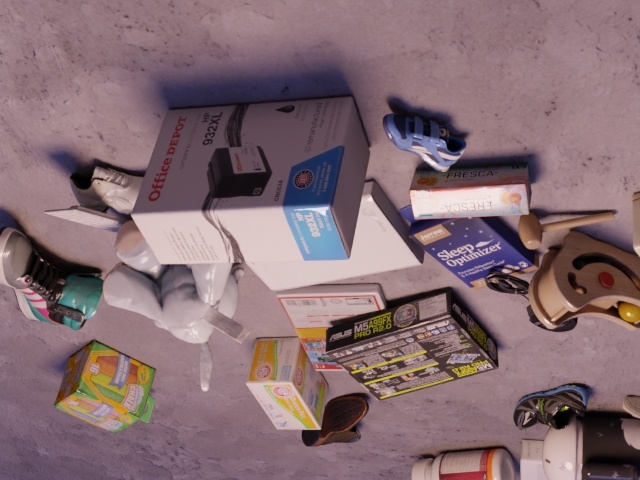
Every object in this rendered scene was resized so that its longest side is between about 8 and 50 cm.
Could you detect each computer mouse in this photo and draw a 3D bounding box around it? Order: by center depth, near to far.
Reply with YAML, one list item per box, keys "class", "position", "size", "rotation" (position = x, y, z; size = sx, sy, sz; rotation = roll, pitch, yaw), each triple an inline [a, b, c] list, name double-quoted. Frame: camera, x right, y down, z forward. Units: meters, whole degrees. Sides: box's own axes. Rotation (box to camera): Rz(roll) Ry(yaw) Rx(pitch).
- class: "computer mouse"
  position: [0.374, 0.101, 1.792]
  size: [0.071, 0.041, 0.242]
  rotation: [-22, 140, 38]

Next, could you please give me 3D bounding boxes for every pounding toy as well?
- class: "pounding toy"
  position: [0.440, 0.057, 1.635]
  size: [0.269, 0.154, 0.155]
  rotation: [20, 143, -13]

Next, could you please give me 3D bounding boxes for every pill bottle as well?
- class: "pill bottle"
  position: [0.333, 0.554, 2.366]
  size: [0.221, 0.121, 0.121]
  rotation: [-12, 138, 28]

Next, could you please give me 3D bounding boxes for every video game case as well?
- class: "video game case"
  position: [0.049, 0.178, 2.014]
  size: [0.204, 0.025, 0.285]
  rotation: [-2, 142, 18]

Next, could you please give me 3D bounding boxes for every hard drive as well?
- class: "hard drive"
  position: [0.000, 0.000, 1.775]
  size: [0.307, 0.040, 0.203]
  rotation: [-11, 139, 29]

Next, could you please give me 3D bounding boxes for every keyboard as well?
- class: "keyboard"
  position: [-0.364, -0.027, 1.764]
  size: [0.072, 0.014, 0.256]
  rotation: [-9, 165, 29]

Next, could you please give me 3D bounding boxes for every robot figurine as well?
- class: "robot figurine"
  position: [0.604, 0.457, 2.116]
  size: [0.278, 0.173, 0.209]
  rotation: [2, 143, 12]

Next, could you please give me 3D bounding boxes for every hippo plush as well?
- class: "hippo plush"
  position: [-0.207, 0.066, 1.787]
  size: [0.294, 0.236, 0.234]
  rotation: [38, 101, 10]

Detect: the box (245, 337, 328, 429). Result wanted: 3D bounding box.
- class: "box"
  position: [-0.068, 0.304, 2.143]
  size: [0.103, 0.114, 0.203]
  rotation: [-4, 140, 19]

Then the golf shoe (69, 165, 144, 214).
- class: "golf shoe"
  position: [-0.351, -0.090, 1.727]
  size: [0.176, 0.069, 0.086]
  rotation: [-8, 134, 23]

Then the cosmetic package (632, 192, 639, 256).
- class: "cosmetic package"
  position: [0.639, -0.028, 1.502]
  size: [0.309, 0.113, 0.160]
  rotation: [-18, 135, 34]

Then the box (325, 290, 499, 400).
- class: "box"
  position: [0.177, 0.209, 1.960]
  size: [0.270, 0.060, 0.216]
  rotation: [-20, 137, 26]

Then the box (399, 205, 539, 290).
- class: "box"
  position: [0.248, 0.000, 1.712]
  size: [0.136, 0.036, 0.225]
  rotation: [-24, 130, 38]

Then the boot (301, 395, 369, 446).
- class: "boot"
  position: [0.061, 0.409, 2.307]
  size: [0.106, 0.082, 0.219]
  rotation: [11, 146, -39]

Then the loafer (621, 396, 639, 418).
- class: "loafer"
  position: [0.671, 0.349, 2.066]
  size: [0.125, 0.045, 0.039]
  rotation: [10, 151, -3]

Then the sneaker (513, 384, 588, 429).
- class: "sneaker"
  position: [0.471, 0.356, 2.096]
  size: [0.067, 0.078, 0.188]
  rotation: [32, 140, -26]

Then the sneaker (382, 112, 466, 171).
- class: "sneaker"
  position: [0.155, -0.156, 1.511]
  size: [0.144, 0.053, 0.059]
  rotation: [23, 144, -30]

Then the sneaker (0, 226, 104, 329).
- class: "sneaker"
  position: [-0.509, 0.083, 1.948]
  size: [0.178, 0.124, 0.295]
  rotation: [10, 152, 10]

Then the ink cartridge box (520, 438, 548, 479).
- class: "ink cartridge box"
  position: [0.585, 0.554, 2.352]
  size: [0.239, 0.060, 0.275]
  rotation: [1, 142, 12]

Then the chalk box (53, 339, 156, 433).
- class: "chalk box"
  position: [-0.464, 0.342, 2.287]
  size: [0.213, 0.132, 0.132]
  rotation: [29, 141, -25]

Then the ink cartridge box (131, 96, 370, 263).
- class: "ink cartridge box"
  position: [-0.099, -0.089, 1.523]
  size: [0.307, 0.223, 0.129]
  rotation: [-2, 141, 18]

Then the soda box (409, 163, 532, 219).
- class: "soda box"
  position: [0.233, -0.075, 1.580]
  size: [0.183, 0.063, 0.058]
  rotation: [-2, 125, 18]
